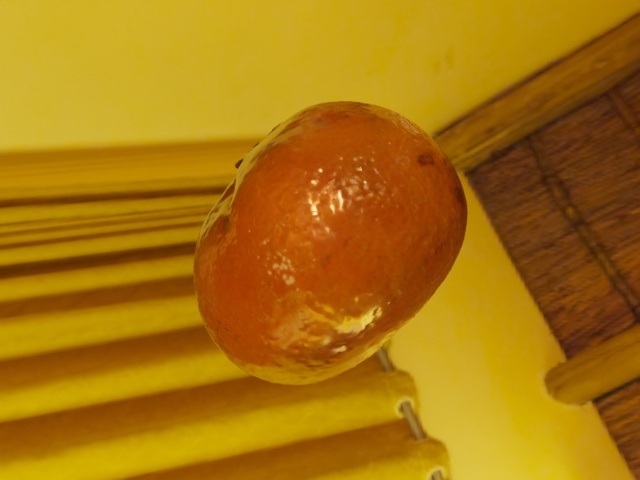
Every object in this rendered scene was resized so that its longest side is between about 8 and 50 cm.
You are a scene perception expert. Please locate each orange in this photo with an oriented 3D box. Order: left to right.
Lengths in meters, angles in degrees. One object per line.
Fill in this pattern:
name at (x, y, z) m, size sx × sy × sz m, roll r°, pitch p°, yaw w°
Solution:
orange at (0.000, 0.000, 0.683) m, size 0.170 × 0.224 × 0.224 m, roll 45°, pitch -31°, yaw -1°
